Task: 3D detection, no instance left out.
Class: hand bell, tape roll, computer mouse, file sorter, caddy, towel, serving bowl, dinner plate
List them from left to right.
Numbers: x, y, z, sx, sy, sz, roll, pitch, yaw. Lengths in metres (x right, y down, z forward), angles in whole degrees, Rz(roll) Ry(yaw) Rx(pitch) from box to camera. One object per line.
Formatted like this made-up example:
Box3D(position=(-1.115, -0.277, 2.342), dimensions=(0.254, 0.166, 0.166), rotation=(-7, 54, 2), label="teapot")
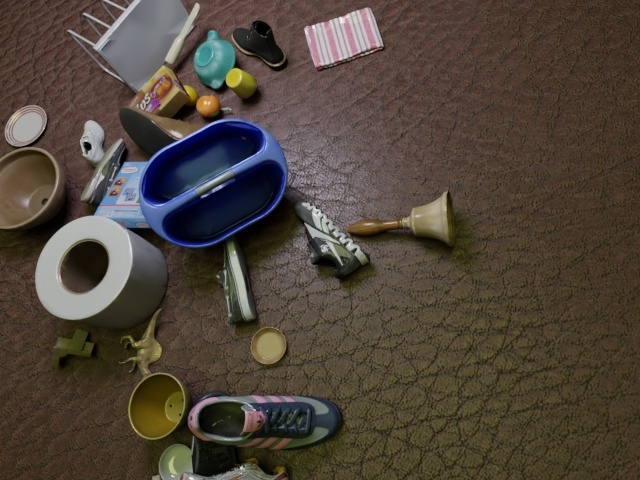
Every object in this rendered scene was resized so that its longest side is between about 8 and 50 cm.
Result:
Box3D(position=(-0.886, -0.344, 1.456), dimensions=(0.141, 0.017, 0.141), rotation=(-3, 71, 9), label="dinner plate")
Box3D(position=(-0.516, 0.083, 1.156), dimensions=(0.246, 0.169, 0.246), rotation=(-3, 71, 10), label="tape roll")
Box3D(position=(-0.543, -0.611, 1.384), dimensions=(0.173, 0.193, 0.277), rotation=(32, 80, 22), label="file sorter")
Box3D(position=(-0.308, 0.488, 1.053), dimensions=(0.083, 0.027, 0.083), rotation=(-3, 72, 11), label="serving bowl")
Box3D(position=(-0.261, 0.461, 1.018), dimensions=(0.184, 0.060, 0.262), rotation=(-6, 76, -18), label="computer mouse")
Box3D(position=(-0.243, -0.130, 1.115), dimensions=(0.341, 0.179, 0.241), rotation=(-31, 100, -8), label="caddy")
Box3D(position=(0.064, -0.558, 1.328), dimensions=(0.197, 0.029, 0.144), rotation=(-17, 70, 6), label="towel")
Box3D(position=(0.177, -0.039, 1.106), dimensions=(0.242, 0.126, 0.126), rotation=(-5, 71, 23), label="hand bell")

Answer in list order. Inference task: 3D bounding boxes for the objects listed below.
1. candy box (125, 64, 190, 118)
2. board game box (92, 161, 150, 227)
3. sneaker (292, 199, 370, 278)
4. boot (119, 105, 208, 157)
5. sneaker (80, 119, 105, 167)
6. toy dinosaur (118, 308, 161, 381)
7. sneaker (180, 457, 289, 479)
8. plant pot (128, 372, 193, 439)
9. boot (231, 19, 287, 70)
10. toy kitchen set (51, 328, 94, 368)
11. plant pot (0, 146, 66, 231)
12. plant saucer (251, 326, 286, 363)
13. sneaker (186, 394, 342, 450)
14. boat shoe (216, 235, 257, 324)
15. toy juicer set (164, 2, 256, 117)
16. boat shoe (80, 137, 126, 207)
Box3D(position=(-0.457, -0.376, 1.333), dimensions=(0.187, 0.053, 0.109), rotation=(-39, 68, 15), label="candy box")
Box3D(position=(-0.471, -0.122, 1.248), dimensions=(0.160, 0.039, 0.211), rotation=(1, 51, 12), label="board game box")
Box3D(position=(0.000, 0.000, 1.127), dimensions=(0.106, 0.078, 0.234), rotation=(-44, 71, -8), label="sneaker")
Box3D(position=(-0.385, -0.277, 1.276), dimensions=(0.305, 0.112, 0.115), rotation=(28, 48, 6), label="boot")
Box3D(position=(-0.647, -0.284, 1.365), dimensions=(0.054, 0.061, 0.152), rotation=(-21, 68, 6), label="sneaker")
Box3D(position=(-0.425, 0.252, 1.154), dimensions=(0.093, 0.053, 0.183), rotation=(6, 80, -3), label="toy dinosaur")
Box3D(position=(-0.169, 0.485, 0.970), dimensions=(0.225, 0.088, 0.092), rotation=(16, 62, -21), label="sneaker")
Box3D(position=(-0.336, 0.365, 1.062), dimensions=(0.134, 0.095, 0.134), rotation=(-5, 69, 13), label="plant pot")
Box3D(position=(-0.181, -0.568, 1.323), dimensions=(0.198, 0.137, 0.077), rotation=(33, 81, 20), label="boot")
Box3D(position=(-0.606, 0.269, 1.191), dimensions=(0.083, 0.075, 0.068), rotation=(15, 30, -17), label="toy kitchen set")
Box3D(position=(-0.785, -0.125, 1.313), dimensions=(0.237, 0.110, 0.237), rotation=(-3, 72, 10), label="plant pot")
Box3D(position=(-0.117, 0.241, 1.104), dimensions=(0.083, 0.015, 0.083), rotation=(-4, 71, 11), label="plant saucer")
Box3D(position=(-0.107, 0.368, 0.968), dimensions=(0.319, 0.131, 0.112), rotation=(0, 72, -7), label="sneaker")
Box3D(position=(-0.210, 0.089, 1.141), dimensions=(0.070, 0.078, 0.219), rotation=(-16, 71, 5), label="boat shoe")
Box3D(position=(-0.327, -0.480, 1.362), dimensions=(0.209, 0.089, 0.329), rotation=(-39, 69, 17), label="toy juicer set")
Box3D(position=(-0.581, -0.184, 1.327), dimensions=(0.075, 0.065, 0.206), rotation=(-3, 60, 49), label="boat shoe")
